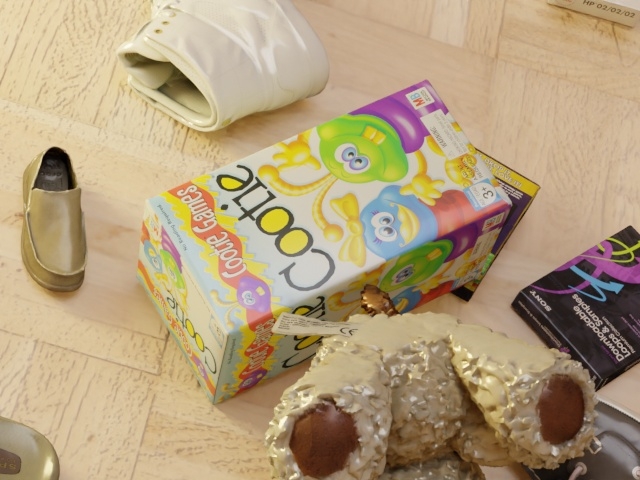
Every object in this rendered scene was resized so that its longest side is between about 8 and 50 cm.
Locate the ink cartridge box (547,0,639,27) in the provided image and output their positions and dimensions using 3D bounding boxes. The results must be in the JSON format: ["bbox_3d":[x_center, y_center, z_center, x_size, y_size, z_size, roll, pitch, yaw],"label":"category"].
[{"bbox_3d":[0.306,-0.301,1.949,0.104,0.061,0.181,15,50,-7],"label":"ink cartridge box"}]

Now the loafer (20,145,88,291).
[{"bbox_3d":[-0.234,-0.022,1.561,0.056,0.050,0.148,-3,55,-20],"label":"loafer"}]

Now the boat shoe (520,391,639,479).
[{"bbox_3d":[0.274,0.240,1.488,0.335,0.112,0.095,39,47,8],"label":"boat shoe"}]

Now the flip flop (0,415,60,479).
[{"bbox_3d":[-0.329,0.147,1.363,0.277,0.080,0.112,15,54,-17],"label":"flip flop"}]

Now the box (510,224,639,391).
[{"bbox_3d":[0.274,0.062,1.679,0.162,0.029,0.116,-29,67,-32],"label":"box"}]

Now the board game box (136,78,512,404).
[{"bbox_3d":[0.000,0.000,1.526,0.275,0.142,0.144,-25,68,-20],"label":"board game box"}]

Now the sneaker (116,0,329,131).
[{"bbox_3d":[-0.140,-0.231,1.718,0.169,0.108,0.292,-26,66,-36],"label":"sneaker"}]

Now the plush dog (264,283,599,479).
[{"bbox_3d":[0.066,0.174,1.409,0.262,0.225,0.210,-7,24,-17],"label":"plush dog"}]

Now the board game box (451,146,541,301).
[{"bbox_3d":[0.102,-0.040,1.689,0.170,0.048,0.141,32,48,8],"label":"board game box"}]
